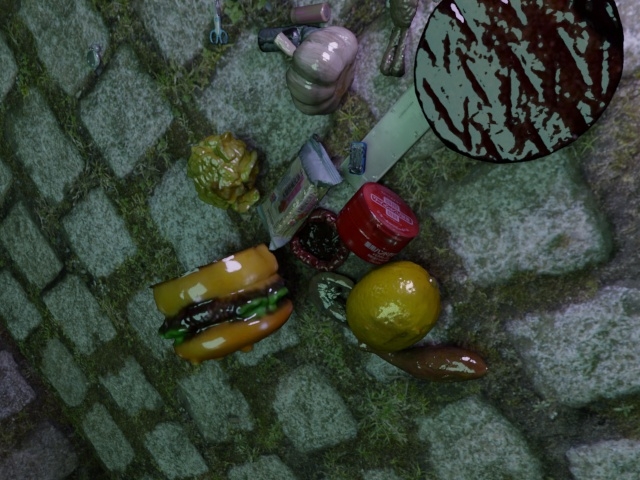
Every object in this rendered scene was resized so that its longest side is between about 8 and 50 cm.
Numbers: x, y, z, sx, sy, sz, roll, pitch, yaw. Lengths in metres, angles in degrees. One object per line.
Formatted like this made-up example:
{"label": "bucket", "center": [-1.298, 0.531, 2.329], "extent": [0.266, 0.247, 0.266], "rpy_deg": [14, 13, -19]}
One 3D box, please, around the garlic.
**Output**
{"label": "garlic", "center": [-0.027, -0.430, 1.119], "extent": [0.212, 0.218, 0.219], "rpy_deg": [34, 120, 12]}

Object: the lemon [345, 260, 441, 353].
{"label": "lemon", "center": [0.190, 0.176, 1.218], "extent": [0.233, 0.233, 0.288], "rpy_deg": [48, 118, 4]}

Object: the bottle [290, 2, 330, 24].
{"label": "bottle", "center": [-0.027, -0.568, 1.154], "extent": [0.096, 0.045, 0.045], "rpy_deg": [7, 111, 27]}

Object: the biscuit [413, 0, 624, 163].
{"label": "biscuit", "center": [0.403, -0.365, 0.970], "extent": [0.406, 0.091, 0.408], "rpy_deg": [4, 106, 15]}

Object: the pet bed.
{"label": "pet bed", "center": [0.000, 0.000, 1.350], "extent": [0.201, 0.053, 0.201], "rpy_deg": [8, 113, 19]}

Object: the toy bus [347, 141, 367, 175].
{"label": "toy bus", "center": [0.096, -0.212, 1.174], "extent": [0.038, 0.046, 0.083], "rpy_deg": [12, 116, 23]}

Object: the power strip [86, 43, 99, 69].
{"label": "power strip", "center": [-0.754, -0.607, 1.514], "extent": [0.055, 0.035, 0.083], "rpy_deg": [38, 123, 10]}

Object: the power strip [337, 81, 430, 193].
{"label": "power strip", "center": [0.179, -0.258, 1.167], "extent": [0.106, 0.043, 0.367], "rpy_deg": [47, 122, 4]}

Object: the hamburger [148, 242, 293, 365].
{"label": "hamburger", "center": [-0.267, 0.189, 1.365], "extent": [0.395, 0.395, 0.278], "rpy_deg": [-19, 93, 31]}

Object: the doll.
{"label": "doll", "center": [0.194, -0.532, 1.032], "extent": [0.202, 0.091, 0.286], "rpy_deg": [0, 100, 62]}

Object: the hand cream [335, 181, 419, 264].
{"label": "hand cream", "center": [0.144, -0.043, 1.179], "extent": [0.193, 0.193, 0.125], "rpy_deg": [44, 125, 6]}

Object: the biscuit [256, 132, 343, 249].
{"label": "biscuit", "center": [-0.070, -0.131, 1.297], "extent": [0.309, 0.079, 0.186], "rpy_deg": [-48, 50, 33]}

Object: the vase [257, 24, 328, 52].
{"label": "vase", "center": [-0.057, -0.523, 1.178], "extent": [0.211, 0.060, 0.060], "rpy_deg": [3, 110, 21]}

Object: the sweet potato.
{"label": "sweet potato", "center": [0.284, 0.341, 1.309], "extent": [0.385, 0.109, 0.109], "rpy_deg": [2, 109, 32]}

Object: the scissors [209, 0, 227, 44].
{"label": "scissors", "center": [-0.288, -0.614, 1.286], "extent": [0.058, 0.014, 0.119], "rpy_deg": [10, 116, 19]}

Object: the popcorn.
{"label": "popcorn", "center": [-0.271, -0.198, 1.337], "extent": [0.216, 0.181, 0.235], "rpy_deg": [41, 126, 6]}

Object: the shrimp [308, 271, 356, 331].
{"label": "shrimp", "center": [0.076, 0.184, 1.380], "extent": [0.254, 0.059, 0.145], "rpy_deg": [32, 110, 18]}
